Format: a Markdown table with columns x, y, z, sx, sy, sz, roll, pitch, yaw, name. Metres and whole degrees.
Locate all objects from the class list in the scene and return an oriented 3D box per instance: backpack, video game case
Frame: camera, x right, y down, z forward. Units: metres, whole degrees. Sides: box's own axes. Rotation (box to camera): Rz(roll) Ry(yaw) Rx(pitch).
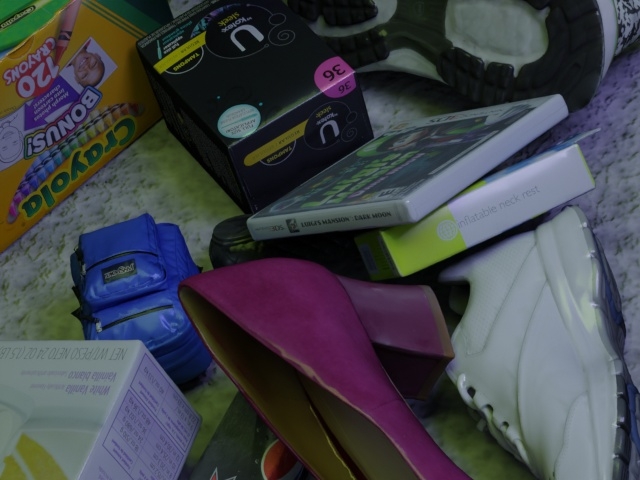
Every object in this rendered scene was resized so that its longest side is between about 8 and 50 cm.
| x | y | z | sx | sy | sz | roll | pitch | yaw | name |
| --- | --- | --- | --- | --- | --- | --- | --- | --- | --- |
| -0.138 | 0.050 | 1.332 | 0.098 | 0.101 | 0.120 | -21 | 51 | 6 | backpack |
| 0.064 | -0.054 | 1.329 | 0.173 | 0.022 | 0.190 | -7 | 21 | 48 | video game case |

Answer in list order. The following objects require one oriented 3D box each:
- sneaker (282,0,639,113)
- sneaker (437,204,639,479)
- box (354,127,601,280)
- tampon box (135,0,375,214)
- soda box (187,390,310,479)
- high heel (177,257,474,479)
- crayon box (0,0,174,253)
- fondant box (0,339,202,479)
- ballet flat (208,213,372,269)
| x | y | z | sx | sy | sz | roll | pitch | yaw | name |
| --- | --- | --- | --- | --- | --- | --- | --- | --- | --- |
| 0.108 | -0.209 | 1.496 | 0.410 | 0.158 | 0.182 | 27 | 29 | 37 | sneaker |
| 0.154 | 0.107 | 1.211 | 0.129 | 0.111 | 0.297 | -18 | 39 | 11 | sneaker |
| 0.119 | -0.025 | 1.306 | 0.178 | 0.109 | 0.042 | -24 | 91 | -9 | box |
| -0.052 | -0.114 | 1.446 | 0.120 | 0.101 | 0.161 | -33 | 50 | -13 | tampon box |
| -0.045 | 0.156 | 1.243 | 0.060 | 0.053 | 0.169 | 12 | 55 | 25 | soda box |
| 0.019 | 0.167 | 1.124 | 0.181 | 0.127 | 0.377 | 5 | 41 | -21 | high heel |
| -0.242 | -0.116 | 1.459 | 0.081 | 0.165 | 0.278 | 32 | 65 | 35 | crayon box |
| -0.250 | 0.220 | 1.187 | 0.238 | 0.096 | 0.330 | -2 | 49 | 31 | fondant box |
| 0.000 | 0.000 | 1.382 | 0.173 | 0.049 | 0.057 | -6 | 35 | 2 | ballet flat |
